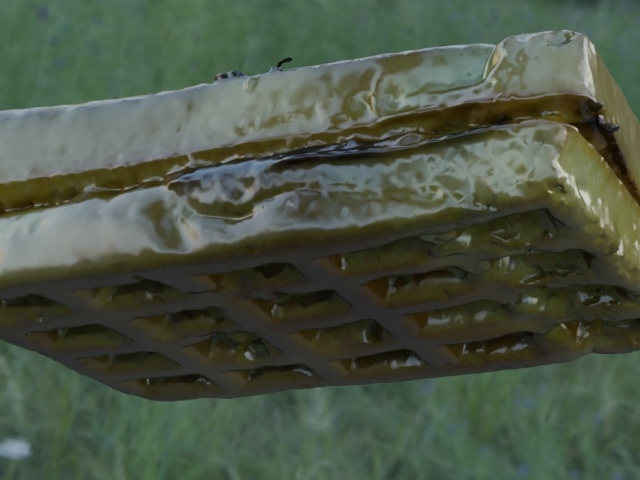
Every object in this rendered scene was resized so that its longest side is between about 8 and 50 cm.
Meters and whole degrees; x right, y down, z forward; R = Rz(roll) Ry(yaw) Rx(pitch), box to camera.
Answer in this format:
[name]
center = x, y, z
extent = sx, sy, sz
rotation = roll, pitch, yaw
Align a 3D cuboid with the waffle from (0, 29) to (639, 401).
[waffle]
center = 0.000, 0.000, 0.789
extent = 0.327, 0.098, 0.224
rotation = -6, -21, 24
